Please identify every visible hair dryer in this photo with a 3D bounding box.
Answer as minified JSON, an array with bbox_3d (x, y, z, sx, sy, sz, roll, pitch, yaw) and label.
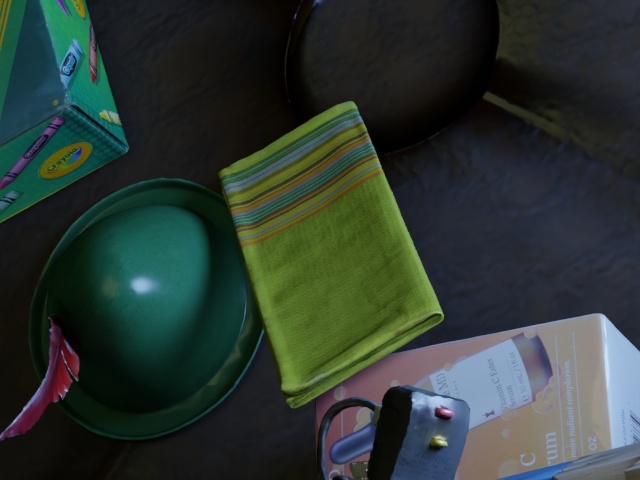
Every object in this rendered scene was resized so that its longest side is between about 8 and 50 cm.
[{"bbox_3d":[0.045,0.214,0.909,0.080,0.223,0.294,3,79,-7],"label":"hair dryer"}]

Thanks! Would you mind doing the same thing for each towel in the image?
[{"bbox_3d":[0.000,0.000,1.136,0.102,0.021,0.237,-33,33,9],"label":"towel"}]

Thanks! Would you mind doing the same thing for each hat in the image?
[{"bbox_3d":[-0.141,0.019,1.164,0.173,0.183,0.208,-50,55,1],"label":"hat"}]

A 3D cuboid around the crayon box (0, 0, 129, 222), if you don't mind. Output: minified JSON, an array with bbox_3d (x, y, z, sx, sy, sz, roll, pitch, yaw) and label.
[{"bbox_3d":[-0.282,-0.078,1.344,0.278,0.081,0.165,-28,59,15],"label":"crayon box"}]

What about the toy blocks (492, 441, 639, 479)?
[{"bbox_3d":[0.202,0.229,0.874,0.261,0.190,0.381,-18,87,22],"label":"toy blocks"}]

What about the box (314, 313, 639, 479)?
[{"bbox_3d":[0.092,0.127,1.049,0.170,0.091,0.130,-13,64,23],"label":"box"}]
